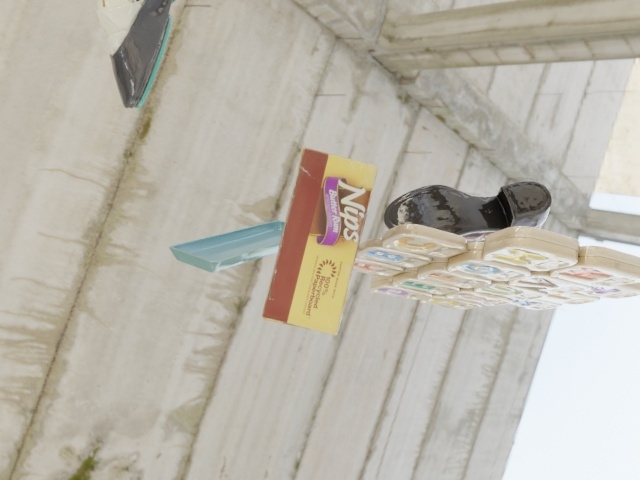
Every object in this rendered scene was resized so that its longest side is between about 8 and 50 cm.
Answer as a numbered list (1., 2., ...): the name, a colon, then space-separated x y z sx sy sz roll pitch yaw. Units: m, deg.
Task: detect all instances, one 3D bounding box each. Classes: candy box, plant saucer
1. candy box: 0.000 0.000 0.420 0.186 0.053 0.109 7 -83 -88
2. plant saucer: -0.083 0.004 0.641 0.192 0.067 0.018 -20 -60 -55

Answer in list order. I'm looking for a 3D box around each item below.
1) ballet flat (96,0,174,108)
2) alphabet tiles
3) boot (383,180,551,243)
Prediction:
1. ballet flat: -0.164 -0.226 0.506 0.074 0.074 0.203 24 -93 -43
2. alphabet tiles: 0.170 0.041 0.571 0.277 0.284 0.021 14 -107 -17
3. boot: 0.242 0.003 0.963 0.264 0.096 0.280 -13 -27 -1
